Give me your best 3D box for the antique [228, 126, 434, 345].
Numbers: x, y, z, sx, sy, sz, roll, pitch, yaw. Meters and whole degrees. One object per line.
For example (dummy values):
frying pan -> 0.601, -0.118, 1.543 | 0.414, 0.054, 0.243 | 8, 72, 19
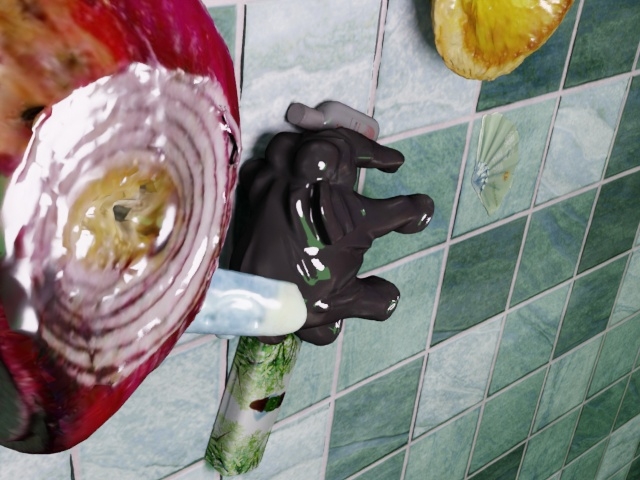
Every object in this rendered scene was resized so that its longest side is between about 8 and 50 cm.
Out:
antique -> 0.000, 0.000, 1.200 | 0.255, 0.185, 0.322 | 22, 92, -44

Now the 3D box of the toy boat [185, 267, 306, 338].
toy boat -> -0.187, 0.078, 1.006 | 0.330, 0.215, 0.123 | 11, 87, -12

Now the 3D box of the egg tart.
egg tart -> 0.253, -0.384, 1.258 | 0.319, 0.128, 0.319 | -27, 135, -30

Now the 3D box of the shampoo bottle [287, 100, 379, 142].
shampoo bottle -> 0.018, -0.158, 1.239 | 0.165, 0.040, 0.080 | 16, 108, -51

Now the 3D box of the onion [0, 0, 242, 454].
onion -> -0.169, -0.066, 0.452 | 0.260, 0.282, 0.337 | -53, 137, -31

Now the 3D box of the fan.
fan -> 0.320, -0.144, 1.587 | 0.131, 0.009, 0.240 | -39, 138, -23

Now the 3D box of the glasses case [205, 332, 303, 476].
glasses case -> -0.099, 0.241, 1.378 | 0.095, 0.062, 0.272 | -3, 118, -44
